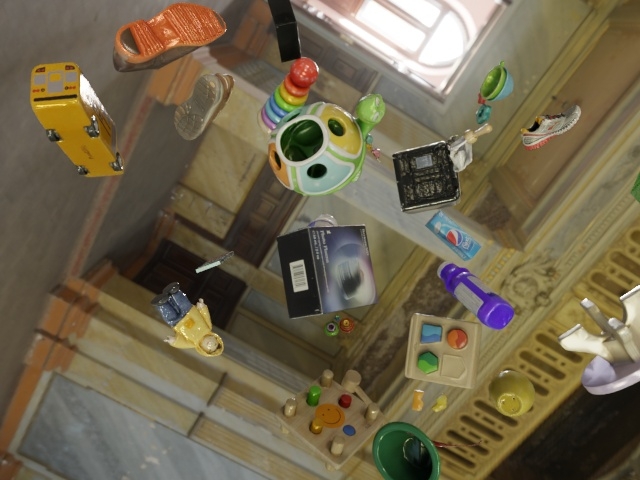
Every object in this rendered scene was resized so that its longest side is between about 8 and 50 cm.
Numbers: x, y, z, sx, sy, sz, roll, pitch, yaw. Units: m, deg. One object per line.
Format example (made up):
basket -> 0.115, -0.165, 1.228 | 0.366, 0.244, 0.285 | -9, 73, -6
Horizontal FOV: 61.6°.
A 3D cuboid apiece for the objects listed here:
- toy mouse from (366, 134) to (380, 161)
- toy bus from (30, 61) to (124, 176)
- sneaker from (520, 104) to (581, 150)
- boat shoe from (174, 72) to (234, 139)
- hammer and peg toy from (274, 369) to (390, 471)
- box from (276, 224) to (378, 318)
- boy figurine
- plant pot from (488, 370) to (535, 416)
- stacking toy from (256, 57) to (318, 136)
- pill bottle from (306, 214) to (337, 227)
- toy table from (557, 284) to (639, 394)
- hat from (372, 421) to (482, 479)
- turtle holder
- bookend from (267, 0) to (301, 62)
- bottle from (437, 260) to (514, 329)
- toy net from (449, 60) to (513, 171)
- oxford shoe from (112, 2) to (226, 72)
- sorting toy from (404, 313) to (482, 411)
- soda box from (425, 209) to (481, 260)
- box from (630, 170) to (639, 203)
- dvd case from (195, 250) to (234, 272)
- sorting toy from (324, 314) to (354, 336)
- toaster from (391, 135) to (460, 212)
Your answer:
toy mouse -> 0.197, -0.367, 2.059 | 0.031, 0.161, 0.143 | -36, -166, 3
toy bus -> -0.575, -0.273, 1.300 | 0.333, 0.108, 0.130 | 98, -16, -71
sneaker -> 0.836, -0.422, 1.950 | 0.225, 0.093, 0.088 | -33, -163, 14
boat shoe -> -0.386, -0.447, 1.809 | 0.324, 0.123, 0.116 | -29, -174, 47
hammer and peg toy -> 0.068, 0.530, 1.682 | 0.361, 0.266, 0.127 | -25, 137, -47
box -> 0.030, 0.104, 1.896 | 0.182, 0.294, 0.296 | -16, -98, 44
boy figurine -> -0.421, 0.276, 1.723 | 0.092, 0.285, 0.177 | -10, -151, 51
plant pot -> 0.562, 0.466, 1.588 | 0.134, 0.134, 0.095 | -58, 164, 18
stacking toy -> -0.097, -0.479, 1.775 | 0.330, 0.141, 0.141 | -44, -163, 55
pill bottle -> 0.000, 0.000, 2.252 | 0.152, 0.152, 0.272 | -56, -171, 29
toy table -> 0.759, 0.250, 1.375 | 0.274, 0.161, 0.252 | -38, -177, -1
hat -> 0.264, 0.542, 1.393 | 0.183, 0.208, 0.173 | -2, 122, -58
turtle holder -> 0.014, -0.244, 1.403 | 0.227, 0.320, 0.243 | 6, 84, -75
bookend -> -0.123, -0.720, 1.812 | 0.156, 0.072, 0.157 | 82, -7, -63
bottle -> 0.461, 0.157, 1.641 | 0.092, 0.118, 0.283 | -55, -145, 10
toy net -> 0.316, -0.253, 1.107 | 0.122, 0.045, 0.232 | -98, -152, -53
oxford shoe -> -0.433, -0.574, 1.531 | 0.363, 0.130, 0.132 | -32, -177, -36
sorting toy -> 0.389, 0.404, 1.730 | 0.041, 0.229, 0.307 | 25, 72, -76
soda box -> 0.505, -0.017, 2.048 | 0.067, 0.210, 0.071 | -49, 179, -12
box -> 0.912, -0.104, 1.276 | 0.262, 0.231, 0.127 | -57, 161, -64
dvd case -> -0.332, 0.066, 1.693 | 0.087, 0.013, 0.119 | -20, -172, 15
sorting toy -> 0.059, 0.277, 1.771 | 0.042, 0.101, 0.061 | 76, 1, -65
toaster -> 0.296, -0.171, 1.457 | 0.110, 0.185, 0.168 | 12, 67, -72
